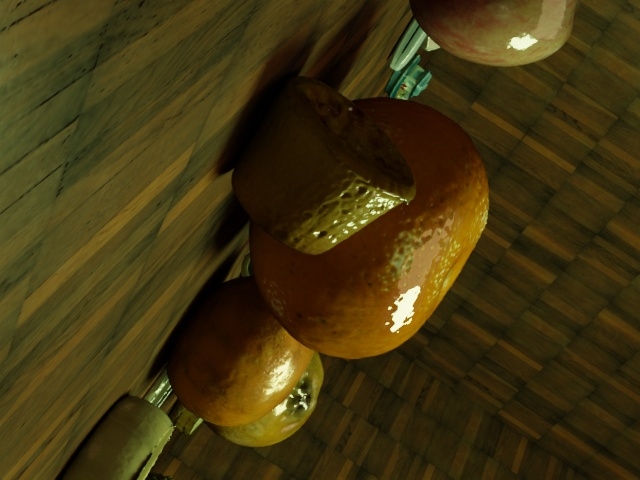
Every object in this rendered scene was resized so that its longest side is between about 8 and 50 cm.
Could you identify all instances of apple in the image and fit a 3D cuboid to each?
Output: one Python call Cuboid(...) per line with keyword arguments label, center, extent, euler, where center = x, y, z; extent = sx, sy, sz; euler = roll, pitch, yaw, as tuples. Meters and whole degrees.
Cuboid(label="apple", center=(0.299, -0.425, 1.438), extent=(0.344, 0.269, 0.345), euler=(-56, 177, -5))

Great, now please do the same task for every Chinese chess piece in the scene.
Cuboid(label="Chinese chess piece", center=(-0.329, 0.366, 1.436), extent=(0.249, 0.103, 0.250), euler=(-57, 178, -3))

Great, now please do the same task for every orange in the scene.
Cuboid(label="orange", center=(-0.139, 0.199, 1.632), extent=(0.284, 0.226, 0.284), euler=(-51, 175, -7))
Cuboid(label="orange", center=(0.065, -0.027, 1.415), extent=(0.424, 0.326, 0.424), euler=(-50, 163, -22))

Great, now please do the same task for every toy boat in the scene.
Cuboid(label="toy boat", center=(0.239, -0.424, 2.493), extent=(0.109, 0.098, 0.238), euler=(-53, 178, -13))

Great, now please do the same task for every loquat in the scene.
Cuboid(label="loquat", center=(-0.146, 0.319, 2.122), extent=(0.328, 0.328, 0.328), euler=(-56, 178, -3))

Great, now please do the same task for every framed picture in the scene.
Cuboid(label="framed picture", center=(-0.348, 0.344, 1.784), extent=(0.315, 0.024, 0.232), euler=(-54, 177, -26))

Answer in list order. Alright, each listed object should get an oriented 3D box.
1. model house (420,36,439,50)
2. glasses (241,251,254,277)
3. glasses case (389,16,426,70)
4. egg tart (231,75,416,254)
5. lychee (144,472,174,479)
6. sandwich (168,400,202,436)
Cuboid(label="model house", center=(0.270, -0.517, 2.153), extent=(0.101, 0.087, 0.100), euler=(-23, 139, -19))
Cuboid(label="glasses", center=(-0.133, 0.040, 1.901), extent=(0.221, 0.088, 0.189), euler=(-23, -152, 55))
Cuboid(label="glasses case", center=(0.208, -0.453, 2.006), extent=(0.178, 0.045, 0.067), euler=(-57, 178, 26))
Cuboid(label="egg tart", center=(-0.002, -0.076, 1.061), extent=(0.147, 0.202, 0.202), euler=(-48, -179, 20))
Cuboid(label="lychee", center=(-0.383, 0.614, 1.918), extent=(0.270, 0.270, 0.320), euler=(-56, 147, -15))
Cuboid(label="sandwich", center=(-0.300, 0.388, 2.565), extent=(0.301, 0.099, 0.271), euler=(-54, 175, 31))
